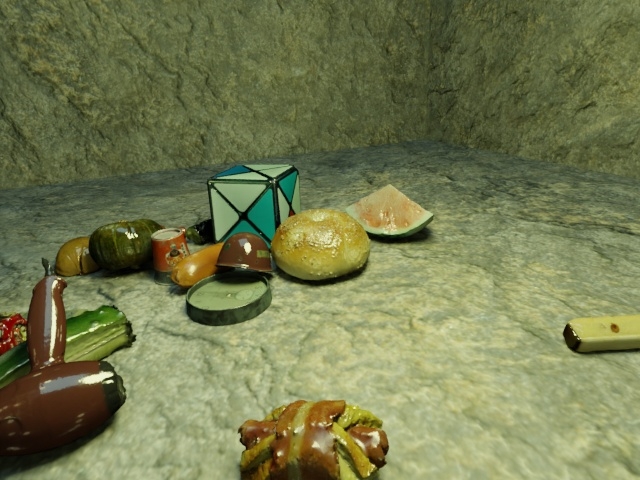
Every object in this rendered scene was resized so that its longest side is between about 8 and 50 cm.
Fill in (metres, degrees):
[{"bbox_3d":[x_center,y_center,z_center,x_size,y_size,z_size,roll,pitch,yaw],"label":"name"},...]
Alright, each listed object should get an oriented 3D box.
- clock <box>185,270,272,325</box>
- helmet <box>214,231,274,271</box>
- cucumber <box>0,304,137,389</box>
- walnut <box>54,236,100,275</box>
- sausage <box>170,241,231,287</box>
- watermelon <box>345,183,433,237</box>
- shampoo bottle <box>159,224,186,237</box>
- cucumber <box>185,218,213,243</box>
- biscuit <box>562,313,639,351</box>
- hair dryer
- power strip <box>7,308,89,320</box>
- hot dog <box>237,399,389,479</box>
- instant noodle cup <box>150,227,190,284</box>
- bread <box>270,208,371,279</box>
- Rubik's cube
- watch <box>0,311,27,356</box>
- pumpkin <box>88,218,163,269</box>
[{"bbox_3d":[-0.231,0.139,1.032,0.214,0.042,0.215,-3,22,1],"label":"clock"},{"bbox_3d":[-0.197,0.032,1.124,0.154,0.106,0.175,3,-10,37],"label":"helmet"},{"bbox_3d":[-0.538,0.230,0.777,0.145,0.105,0.325,11,29,31],"label":"cucumber"},{"bbox_3d":[-0.773,0.036,1.314,0.167,0.087,0.211,-19,26,-26],"label":"walnut"},{"bbox_3d":[-0.323,0.067,1.164,0.098,0.098,0.238,8,23,27],"label":"sausage"},{"bbox_3d":[0.255,-0.088,1.376,0.255,0.176,0.260,-20,48,-18],"label":"watermelon"},{"bbox_3d":[-0.590,-0.009,1.412,0.244,0.086,0.085,-10,22,-23],"label":"shampoo bottle"},{"bbox_3d":[-0.364,-0.063,1.520,0.081,0.072,0.303,8,24,28],"label":"cucumber"},{"bbox_3d":[0.574,0.181,0.791,0.187,0.052,0.056,-5,34,0],"label":"biscuit"},{"bbox_3d":[-0.506,0.181,0.676,0.312,0.123,0.341,-11,60,-20],"label":"hair dryer"},{"bbox_3d":[-0.683,0.201,0.953,0.267,0.035,0.092,-3,22,0],"label":"power strip"},{"bbox_3d":[-0.013,0.278,0.565,0.213,0.103,0.146,-1,22,8],"label":"hot dog"},{"bbox_3d":[-0.430,0.041,1.179,0.127,0.136,0.127,-3,23,1],"label":"instant noodle cup"},{"bbox_3d":[0.000,0.000,1.189,0.305,0.159,0.305,-3,20,1],"label":"bread"},{"bbox_3d":[-0.217,-0.119,1.403,0.246,0.249,0.250,2,21,15],"label":"Rubik's cube"},{"bbox_3d":[-0.734,0.227,0.825,0.268,0.102,0.165,-7,31,-1],"label":"watch"},{"bbox_3d":[-0.586,0.013,1.250,0.223,0.158,0.224,-11,9,2],"label":"pumpkin"}]
